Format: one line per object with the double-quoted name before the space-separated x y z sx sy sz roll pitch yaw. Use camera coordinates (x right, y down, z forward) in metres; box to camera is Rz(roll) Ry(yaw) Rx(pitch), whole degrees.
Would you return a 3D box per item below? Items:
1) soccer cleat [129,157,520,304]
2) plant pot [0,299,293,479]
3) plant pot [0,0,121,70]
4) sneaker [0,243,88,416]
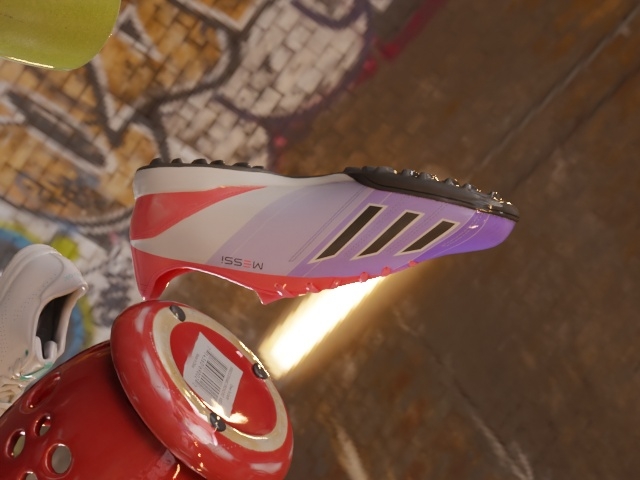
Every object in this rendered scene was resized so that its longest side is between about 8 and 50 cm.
"soccer cleat" 0.000 0.000 1.010 0.108 0.318 0.116 40 53 -80
"plant pot" -0.125 0.155 0.919 0.174 0.191 0.191 -41 -158 18
"plant pot" -0.495 -0.393 1.842 0.275 0.275 0.293 -45 158 31
"sneaker" -0.284 0.111 1.149 0.094 0.080 0.212 29 -86 39
